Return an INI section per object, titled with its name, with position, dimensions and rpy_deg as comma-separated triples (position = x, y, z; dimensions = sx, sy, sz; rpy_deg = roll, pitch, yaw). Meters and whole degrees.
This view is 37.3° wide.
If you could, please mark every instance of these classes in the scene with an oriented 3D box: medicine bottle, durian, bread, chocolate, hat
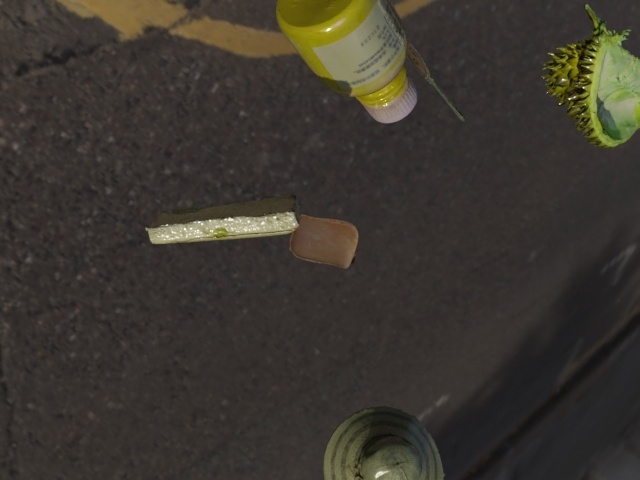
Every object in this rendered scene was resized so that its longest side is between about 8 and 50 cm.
[medicine bottle]
position = 0.047, -0.225, 1.124
dimensions = 0.122, 0.122, 0.212
rpy_deg = -52, 140, -7
[durian]
position = 0.275, -0.156, 0.928
dimensions = 0.100, 0.086, 0.215
rpy_deg = -45, 146, 19
[bread]
position = -0.096, -0.020, 0.963
dimensions = 0.068, 0.153, 0.028
rpy_deg = -85, 169, -72
[chocolate]
position = 0.000, 0.000, 1.251
dimensions = 0.100, 0.031, 0.064
rpy_deg = 8, 92, -29
[hat]
position = 0.137, 0.438, 1.835
dimensions = 0.252, 0.252, 0.110
rpy_deg = -44, 175, -20

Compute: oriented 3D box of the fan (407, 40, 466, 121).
[fan]
position = 0.149, -0.264, 1.428
dimensions = 0.009, 0.220, 0.132
rpy_deg = -38, 178, 4
